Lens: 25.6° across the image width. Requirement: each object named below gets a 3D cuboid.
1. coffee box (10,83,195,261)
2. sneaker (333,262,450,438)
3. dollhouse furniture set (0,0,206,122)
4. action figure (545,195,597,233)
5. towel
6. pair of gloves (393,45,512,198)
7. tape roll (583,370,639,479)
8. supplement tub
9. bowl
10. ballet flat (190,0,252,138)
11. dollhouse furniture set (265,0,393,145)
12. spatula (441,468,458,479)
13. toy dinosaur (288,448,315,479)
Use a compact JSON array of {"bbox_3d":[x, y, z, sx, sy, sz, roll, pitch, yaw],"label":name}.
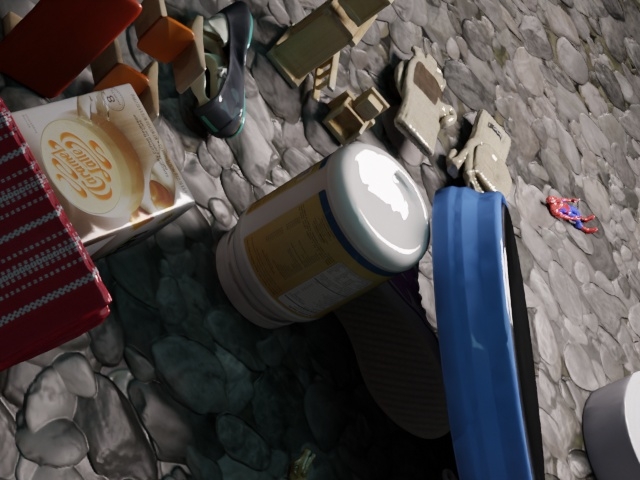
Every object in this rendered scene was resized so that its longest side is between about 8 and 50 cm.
[{"bbox_3d":[-0.248,-0.045,1.301,0.246,0.098,0.141,-27,86,-55],"label":"coffee box"},{"bbox_3d":[0.100,0.084,1.642,0.161,0.102,0.282,-23,83,-58],"label":"sneaker"},{"bbox_3d":[-0.213,-0.231,1.345,0.262,0.259,0.135,29,35,-34],"label":"dollhouse furniture set"},{"bbox_3d":[0.381,-0.044,2.148,0.115,0.030,0.038,23,54,-38],"label":"action figure"},{"bbox_3d":[-0.317,-0.013,1.152,0.275,0.199,0.031,61,-9,3],"label":"towel"},{"bbox_3d":[0.180,-0.147,1.962,0.240,0.042,0.204,41,35,-27],"label":"pair of gloves"},{"bbox_3d":[0.458,0.294,1.955,0.219,0.072,0.219,32,42,-35],"label":"tape roll"},{"bbox_3d":[0.000,0.000,1.488,0.144,0.200,0.144,30,45,-35],"label":"supplement tub"},{"bbox_3d":[0.192,0.131,1.570,0.391,0.077,0.391,-7,90,-79],"label":"bowl"},{"bbox_3d":[-0.118,-0.209,1.613,0.074,0.074,0.203,30,47,-36],"label":"ballet flat"},{"bbox_3d":[0.061,-0.237,1.754,0.161,0.182,0.101,49,36,-13],"label":"dollhouse furniture set"},{"bbox_3d":[0.180,0.386,1.591,0.242,0.019,0.168,55,40,-5],"label":"spatula"},{"bbox_3d":[-0.008,0.298,1.404,0.093,0.053,0.183,25,38,-18],"label":"toy dinosaur"}]
